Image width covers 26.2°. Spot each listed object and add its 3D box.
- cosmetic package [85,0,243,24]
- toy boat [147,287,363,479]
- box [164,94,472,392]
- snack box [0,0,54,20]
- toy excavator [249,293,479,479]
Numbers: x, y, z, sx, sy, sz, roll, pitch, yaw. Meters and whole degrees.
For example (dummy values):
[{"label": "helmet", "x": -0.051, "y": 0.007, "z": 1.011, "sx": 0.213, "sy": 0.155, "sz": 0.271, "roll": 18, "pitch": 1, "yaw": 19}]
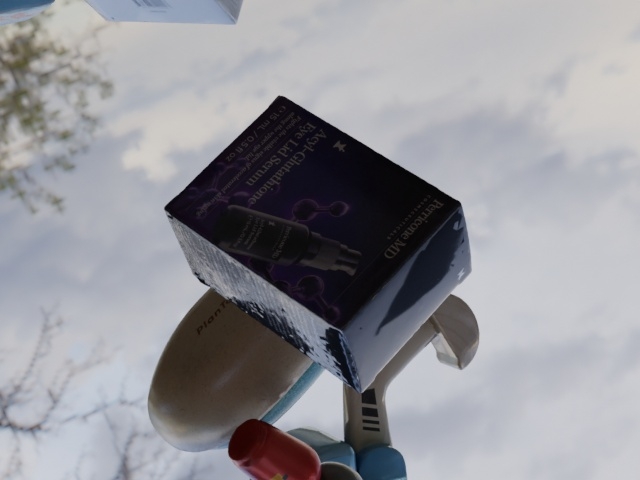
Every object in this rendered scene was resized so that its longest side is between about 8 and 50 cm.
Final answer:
[{"label": "cosmetic package", "x": -0.202, "y": -0.420, "z": 1.836, "sx": 0.224, "sy": 0.138, "sz": 0.224, "roll": 6, "pitch": -110, "yaw": 29}, {"label": "toy boat", "x": -0.045, "y": 0.151, "z": 1.343, "sx": 0.267, "sy": 0.148, "sz": 0.318, "roll": -43, "pitch": -149, "yaw": 14}, {"label": "box", "x": 0.000, "y": 0.000, "z": 1.152, "sx": 0.207, "sy": 0.108, "sz": 0.153, "roll": 32, "pitch": -113, "yaw": 28}, {"label": "snack box", "x": -0.292, "y": -0.343, "z": 1.144, "sx": 0.060, "sy": 0.322, "sz": 0.187, "roll": -14, "pitch": -171, "yaw": -16}, {"label": "toy excavator", "x": 0.049, "y": 0.319, "z": 2.035, "sx": 0.433, "sy": 0.445, "sz": 0.222, "roll": -10, "pitch": -170, "yaw": -21}]
